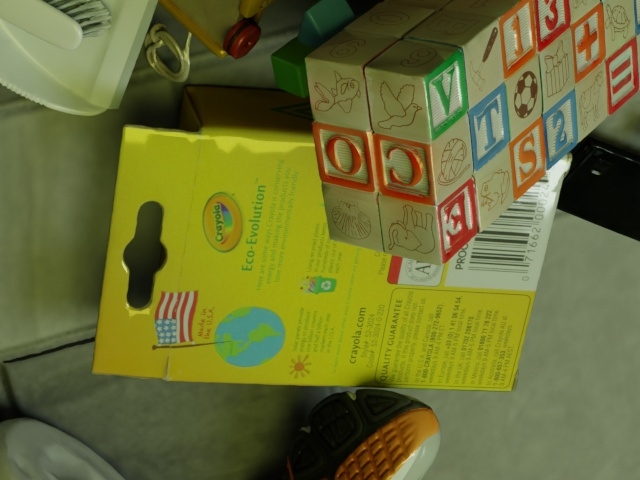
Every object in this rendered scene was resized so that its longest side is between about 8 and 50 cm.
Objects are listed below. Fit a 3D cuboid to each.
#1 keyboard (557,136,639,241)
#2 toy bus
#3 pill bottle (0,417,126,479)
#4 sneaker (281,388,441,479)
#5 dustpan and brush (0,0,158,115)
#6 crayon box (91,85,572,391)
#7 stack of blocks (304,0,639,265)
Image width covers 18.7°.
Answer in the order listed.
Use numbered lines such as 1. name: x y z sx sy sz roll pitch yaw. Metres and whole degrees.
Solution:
1. keyboard: 0.270 -0.038 1.467 0.192 0.038 0.100 20 134 -23
2. toy bus: -0.044 -0.203 1.255 0.104 0.202 0.191 -37 120 -31
3. pill bottle: -0.271 0.297 1.425 0.176 0.176 0.318 38 103 -27
4. sneaker: 0.031 0.195 1.471 0.121 0.099 0.262 8 143 -31
5. dustpan and brush: -0.218 -0.166 1.257 0.211 0.060 0.147 26 128 0
6. crayon box: 0.000 0.000 1.388 0.318 0.081 0.202 4 117 -16
7. stack of blocks: 0.112 -0.133 1.240 0.297 0.087 0.171 -40 132 -42
